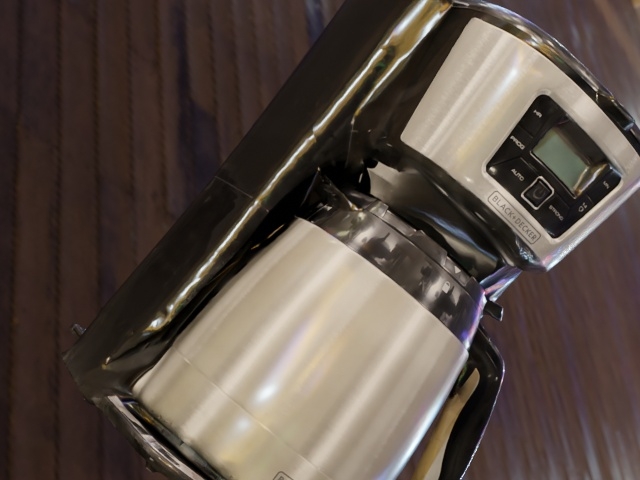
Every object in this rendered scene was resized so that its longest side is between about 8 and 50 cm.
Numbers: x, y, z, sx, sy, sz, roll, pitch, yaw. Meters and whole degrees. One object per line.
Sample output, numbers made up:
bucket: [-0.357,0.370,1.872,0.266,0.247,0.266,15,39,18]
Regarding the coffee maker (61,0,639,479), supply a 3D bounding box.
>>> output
coffee maker: [0.000,0.000,0.412,0.171,0.178,0.120,34,-8,38]
